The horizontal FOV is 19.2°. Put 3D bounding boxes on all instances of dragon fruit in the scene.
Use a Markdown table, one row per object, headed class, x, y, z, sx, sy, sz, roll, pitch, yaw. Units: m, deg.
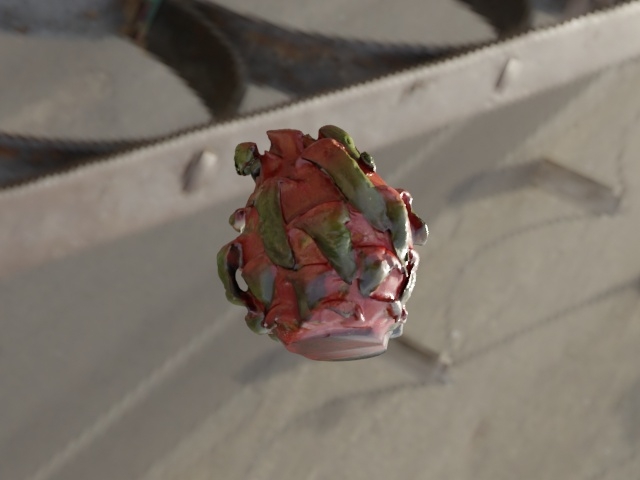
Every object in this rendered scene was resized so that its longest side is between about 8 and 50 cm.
| class | x | y | z | sx | sy | sz | roll | pitch | yaw |
| --- | --- | --- | --- | --- | --- | --- | --- | --- | --- |
| dragon fruit | 0.000 | 0.000 | 1.472 | 0.160 | 0.166 | 0.172 | 4 | 72 | -23 |
